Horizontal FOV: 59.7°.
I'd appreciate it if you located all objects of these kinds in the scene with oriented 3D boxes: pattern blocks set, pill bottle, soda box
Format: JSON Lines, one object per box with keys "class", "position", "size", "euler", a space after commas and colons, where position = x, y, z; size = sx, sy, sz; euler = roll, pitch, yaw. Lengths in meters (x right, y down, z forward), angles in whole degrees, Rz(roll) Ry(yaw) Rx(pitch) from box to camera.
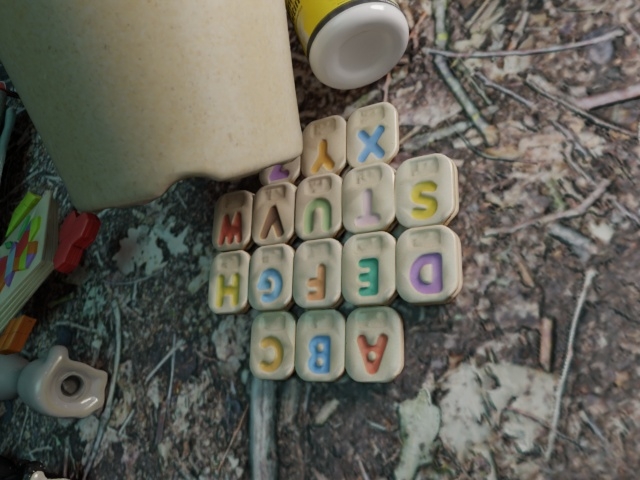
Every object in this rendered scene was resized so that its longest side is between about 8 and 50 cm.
{"class": "pattern blocks set", "position": [-0.415, 0.032, 0.771], "size": [0.325, 0.026, 0.285], "euler": [-50, 42, 13]}
{"class": "pill bottle", "position": [0.013, -0.255, 0.577], "size": [0.103, 0.103, 0.184], "euler": [-31, 62, 22]}
{"class": "soda box", "position": [-0.502, -0.270, 0.937], "size": [0.169, 0.053, 0.060], "euler": [18, 87, 35]}

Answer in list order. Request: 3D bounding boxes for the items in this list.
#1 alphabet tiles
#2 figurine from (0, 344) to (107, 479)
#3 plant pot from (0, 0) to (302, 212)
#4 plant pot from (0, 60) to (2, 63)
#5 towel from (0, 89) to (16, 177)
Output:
{"class": "alphabet tiles", "position": [0.000, 0.000, 0.565], "size": [0.284, 0.021, 0.277], "euler": [-7, 73, 30]}
{"class": "figurine", "position": [-0.378, 0.239, 0.702], "size": [0.210, 0.092, 0.214], "euler": [-6, 73, 35]}
{"class": "plant pot", "position": [-0.157, -0.198, 0.507], "size": [0.334, 0.334, 0.305], "euler": [-7, 103, 31]}
{"class": "plant pot", "position": [-0.375, -0.387, 0.709], "size": [0.323, 0.280, 0.323], "euler": [-4, 78, 17]}
{"class": "towel", "position": [-0.645, -0.050, 0.927], "size": [0.321, 0.090, 0.374], "euler": [-10, 66, 35]}
